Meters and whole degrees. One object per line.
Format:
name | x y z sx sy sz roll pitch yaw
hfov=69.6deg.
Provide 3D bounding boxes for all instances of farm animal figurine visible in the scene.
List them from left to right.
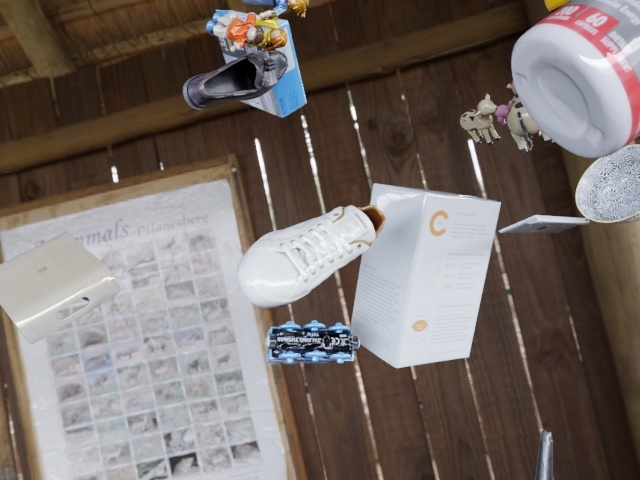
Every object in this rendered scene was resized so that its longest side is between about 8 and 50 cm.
farm animal figurine | 0.564 -0.383 1.313 0.330 0.172 0.326 -27 27 25

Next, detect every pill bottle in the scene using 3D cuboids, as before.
pill bottle | 0.369 -0.231 0.485 0.283 0.161 0.161 -36 -7 4

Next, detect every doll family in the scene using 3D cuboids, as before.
doll family | -0.116 -0.514 1.015 0.163 0.262 0.118 25 1 23

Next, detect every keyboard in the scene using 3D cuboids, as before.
keyboard | 0.434 -0.029 0.880 0.256 0.014 0.072 -1 -15 -42

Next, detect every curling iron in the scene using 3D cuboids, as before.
curling iron | 0.352 0.443 0.720 0.035 0.273 0.068 11 -17 6

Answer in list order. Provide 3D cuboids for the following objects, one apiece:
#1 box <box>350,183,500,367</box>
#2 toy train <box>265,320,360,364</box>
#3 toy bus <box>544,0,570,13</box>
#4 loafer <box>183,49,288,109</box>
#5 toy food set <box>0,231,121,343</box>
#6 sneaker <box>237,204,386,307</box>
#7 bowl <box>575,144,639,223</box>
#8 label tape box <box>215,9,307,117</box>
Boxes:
box | 0.215 0.066 0.978 0.215 0.345 0.168 3 11 -32
toy train | -0.019 0.203 0.897 0.184 0.080 0.105 4 -23 -15
toy bus | 0.493 -0.624 0.893 0.130 0.332 0.108 -5 0 -35
loafer | -0.191 -0.405 1.149 0.303 0.109 0.095 -33 22 -28
toy food set | -0.664 0.107 1.129 0.306 0.092 0.220 26 47 35
sneaker | 0.000 0.000 0.679 0.123 0.105 0.290 -40 -7 38
bowl | 0.608 -0.095 0.908 0.080 0.170 0.170 28 -24 -24
label tape box | -0.214 -0.544 1.400 0.348 0.249 0.115 29 59 37
